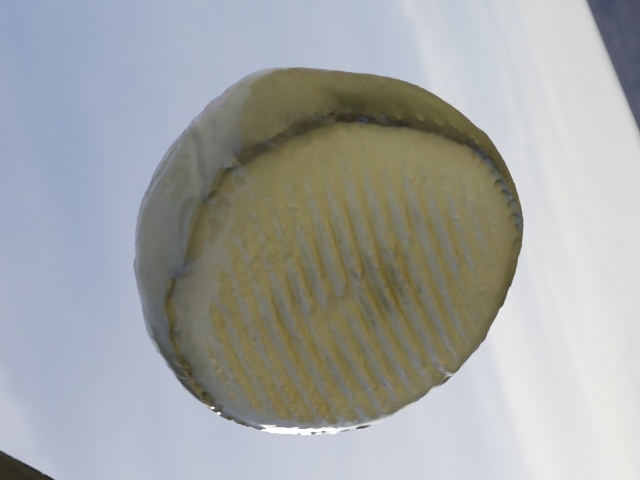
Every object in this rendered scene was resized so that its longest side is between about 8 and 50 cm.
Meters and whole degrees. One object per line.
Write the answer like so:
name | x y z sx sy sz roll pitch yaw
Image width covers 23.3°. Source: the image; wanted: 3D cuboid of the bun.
bun | 0.000 0.000 1.084 0.287 0.287 0.146 58 179 -37

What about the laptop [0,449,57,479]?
laptop | -0.277 0.248 1.258 0.187 0.269 0.015 -35 -48 -40
